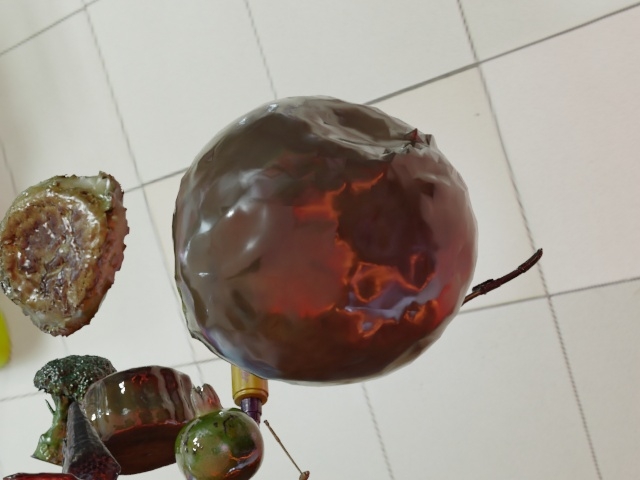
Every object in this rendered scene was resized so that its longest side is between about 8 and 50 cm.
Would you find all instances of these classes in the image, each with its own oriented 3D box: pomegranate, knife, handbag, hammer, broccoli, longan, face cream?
[{"bbox_3d":[-0.202,0.376,1.650,0.180,0.180,0.209,-26,85,34],"label":"pomegranate"},{"bbox_3d":[0.327,0.081,1.632,0.222,0.045,0.021,-33,56,10],"label":"knife"},{"bbox_3d":[-0.428,0.433,1.501,0.175,0.089,0.270,28,108,57],"label":"handbag"},{"bbox_3d":[-0.059,0.348,1.432,0.123,0.014,0.029,50,118,22],"label":"hammer"},{"bbox_3d":[-0.616,0.439,2.223,0.298,0.297,0.297,11,71,30],"label":"broccoli"},{"bbox_3d":[0.008,-0.002,1.154,0.404,0.436,0.404,0,92,1],"label":"longan"},{"bbox_3d":[-0.149,0.288,1.818,0.078,0.078,0.273,-37,43,33],"label":"face cream"}]

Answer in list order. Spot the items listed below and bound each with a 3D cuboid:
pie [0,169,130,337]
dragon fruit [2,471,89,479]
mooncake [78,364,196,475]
[{"bbox_3d":[-0.525,0.020,1.756,0.288,0.103,0.354,17,93,27],"label":"pie"},{"bbox_3d":[-0.259,0.297,0.831,0.161,0.120,0.127,-22,56,18],"label":"dragon fruit"},{"bbox_3d":[-0.408,0.406,1.944,0.290,0.290,0.161,-43,50,32],"label":"mooncake"}]
